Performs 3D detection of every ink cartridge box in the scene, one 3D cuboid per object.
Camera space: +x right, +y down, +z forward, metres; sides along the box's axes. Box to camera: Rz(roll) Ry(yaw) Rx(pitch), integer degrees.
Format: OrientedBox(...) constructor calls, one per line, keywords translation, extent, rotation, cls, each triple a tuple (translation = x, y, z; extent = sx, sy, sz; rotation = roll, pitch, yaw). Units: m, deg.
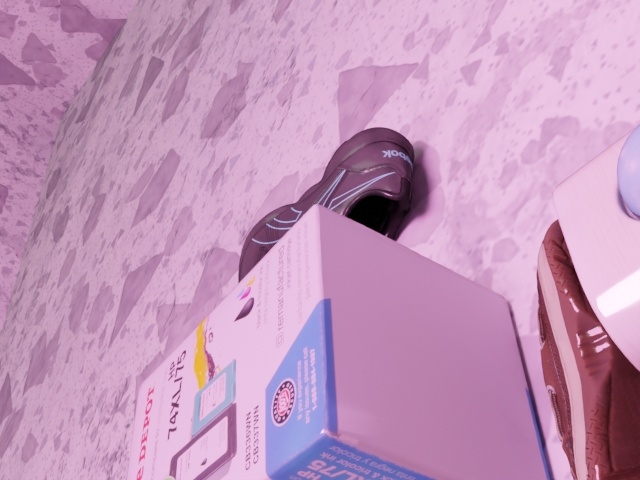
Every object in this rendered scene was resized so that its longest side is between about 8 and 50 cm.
OrientedBox(translation=(-0.002, 0.155, 0.667), extent=(0.270, 0.197, 0.198), rotation=(-45, 32, 34), cls="ink cartridge box")

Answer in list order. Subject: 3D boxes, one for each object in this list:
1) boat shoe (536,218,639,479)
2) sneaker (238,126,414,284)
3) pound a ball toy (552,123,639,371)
OrientedBox(translation=(0.185, 0.108, 0.522), extent=(0.095, 0.095, 0.257), rotation=(94, 177, -53), cls="boat shoe")
OrientedBox(translation=(0.000, 0.000, 0.911), extent=(0.267, 0.101, 0.106), rotation=(-49, 32, 27), cls="sneaker")
OrientedBox(translation=(0.249, -0.043, 0.300), extent=(0.319, 0.136, 0.208), rotation=(-40, 25, 27), cls="pound a ball toy")
